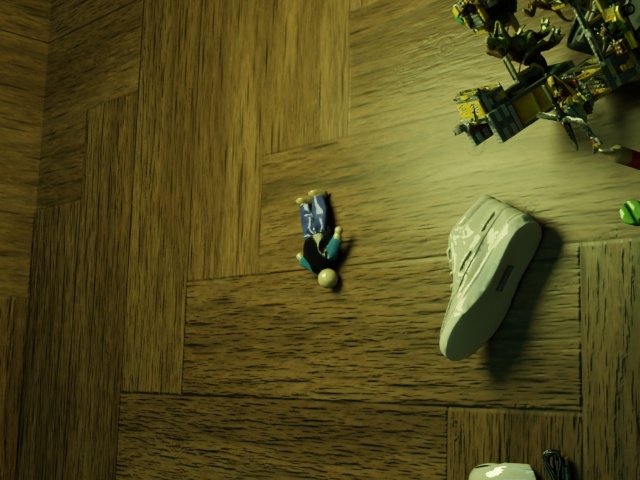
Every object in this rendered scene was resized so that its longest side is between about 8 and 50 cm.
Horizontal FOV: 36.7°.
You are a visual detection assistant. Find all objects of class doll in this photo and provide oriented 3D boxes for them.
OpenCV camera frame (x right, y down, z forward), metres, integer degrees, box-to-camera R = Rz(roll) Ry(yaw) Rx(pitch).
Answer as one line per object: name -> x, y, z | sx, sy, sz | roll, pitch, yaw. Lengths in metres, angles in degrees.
doll -> 0.000, 0.000, 1.821 | 0.129, 0.046, 0.189 | -29, 62, 42

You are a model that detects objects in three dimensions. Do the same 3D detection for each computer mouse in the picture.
computer mouse -> 0.289, 0.370, 1.444 | 0.193, 0.042, 0.106 | -17, 72, 44

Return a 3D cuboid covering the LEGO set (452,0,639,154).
LEGO set -> 0.272, -0.254, 1.354 | 0.255, 0.192, 0.331 | 61, 165, -20

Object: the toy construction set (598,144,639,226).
toy construction set -> 0.466, -0.044, 1.188 | 0.309, 0.237, 0.257 | 35, 109, 45

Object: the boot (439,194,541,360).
boot -> 0.242, 0.056, 1.531 | 0.123, 0.095, 0.258 | 40, 103, 50

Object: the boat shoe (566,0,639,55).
boat shoe -> 0.412, -0.394, 1.329 | 0.108, 0.102, 0.301 | -72, -7, -51
